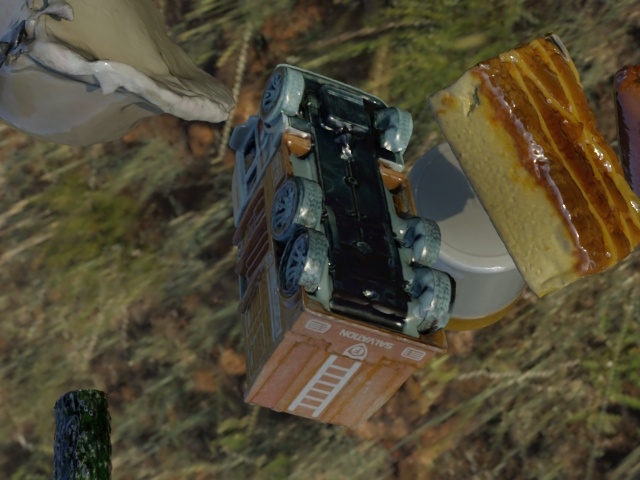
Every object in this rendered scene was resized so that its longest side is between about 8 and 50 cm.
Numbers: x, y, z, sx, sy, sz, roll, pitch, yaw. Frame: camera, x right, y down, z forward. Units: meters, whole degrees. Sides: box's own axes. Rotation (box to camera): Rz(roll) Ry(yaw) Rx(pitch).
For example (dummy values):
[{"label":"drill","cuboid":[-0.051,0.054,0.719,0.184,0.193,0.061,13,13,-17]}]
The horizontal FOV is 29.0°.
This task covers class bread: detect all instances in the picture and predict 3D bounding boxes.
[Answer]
[{"label":"bread","cuboid":[0.264,-0.090,1.445,0.114,0.185,0.274,-26,92,46]}]

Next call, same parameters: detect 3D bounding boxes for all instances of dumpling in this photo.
[{"label":"dumpling","cuboid":[-0.192,-0.139,1.003,0.204,0.163,0.293,49,177,-30]}]

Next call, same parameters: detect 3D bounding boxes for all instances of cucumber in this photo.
[{"label":"cucumber","cuboid":[-0.247,0.298,1.271,0.067,0.067,0.293,129,143,-56]}]

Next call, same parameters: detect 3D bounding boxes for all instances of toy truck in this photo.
[{"label":"toy truck","cuboid":[0.000,0.000,1.037,0.162,0.136,0.305,-55,29,36]}]

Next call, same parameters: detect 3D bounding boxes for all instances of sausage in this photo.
[{"label":"sausage","cuboid":[0.446,-0.113,1.647,0.102,0.102,0.330,35,160,35]}]

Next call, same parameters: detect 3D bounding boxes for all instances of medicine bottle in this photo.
[{"label":"medicine bottle","cuboid":[0.228,-0.008,1.943,0.238,0.238,0.232,49,159,19]}]
